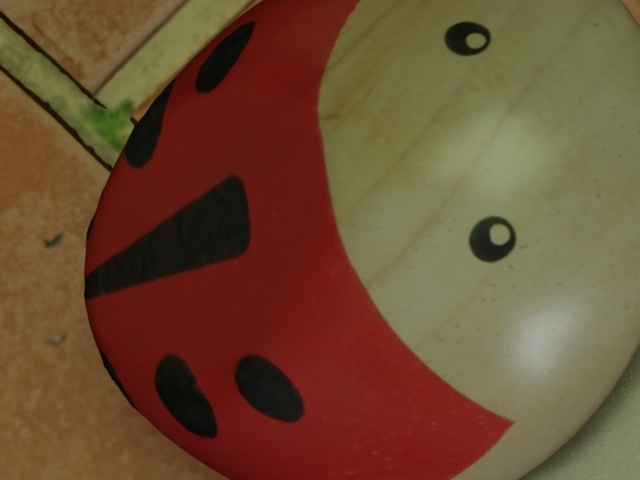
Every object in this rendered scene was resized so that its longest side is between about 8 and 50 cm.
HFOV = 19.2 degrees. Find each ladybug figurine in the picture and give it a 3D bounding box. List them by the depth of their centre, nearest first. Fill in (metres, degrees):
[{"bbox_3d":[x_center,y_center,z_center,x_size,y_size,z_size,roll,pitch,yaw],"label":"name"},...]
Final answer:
[{"bbox_3d":[0.000,0.000,1.017,0.162,0.449,0.305,0,73,-33],"label":"ladybug figurine"}]

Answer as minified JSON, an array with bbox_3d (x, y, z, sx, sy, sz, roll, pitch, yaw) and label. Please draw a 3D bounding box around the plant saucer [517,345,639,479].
[{"bbox_3d":[0.217,0.113,1.065,0.311,0.050,0.310,-1,84,11],"label":"plant saucer"}]
